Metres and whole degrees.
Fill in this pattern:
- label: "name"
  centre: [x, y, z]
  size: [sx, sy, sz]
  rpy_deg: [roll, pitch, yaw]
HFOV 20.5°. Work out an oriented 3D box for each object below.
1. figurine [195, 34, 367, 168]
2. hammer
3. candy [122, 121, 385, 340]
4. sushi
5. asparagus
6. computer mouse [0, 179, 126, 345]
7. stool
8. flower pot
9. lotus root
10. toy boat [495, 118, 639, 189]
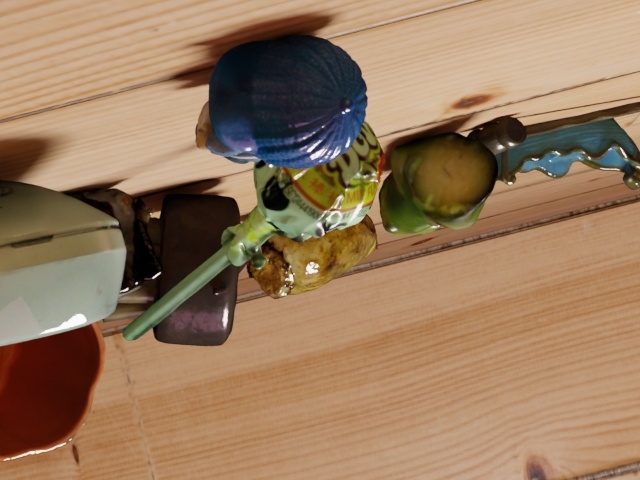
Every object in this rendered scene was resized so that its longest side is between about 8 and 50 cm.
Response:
- label: "figurine"
  centre: [-0.023, -0.064, 0.939]
  size: [0.077, 0.079, 0.136]
  rpy_deg: [-56, -179, -14]
- label: "hammer"
  centre: [0.258, -0.114, 1.612]
  size: [0.292, 0.029, 0.058]
  rpy_deg: [-14, 178, -34]
- label: "candy"
  centre: [-0.063, 0.006, 1.242]
  size: [0.305, 0.083, 0.091]
  rpy_deg: [-39, -176, 41]
- label: "sushi"
  centre: [-0.179, 0.007, 1.317]
  size: [0.094, 0.084, 0.098]
  rpy_deg: [-8, 169, -31]
- label: "asparagus"
  centre: [0.095, -0.045, 1.607]
  size: [0.085, 0.082, 0.343]
  rpy_deg: [-8, 179, -7]
- label: "computer mouse"
  centre: [-0.224, 0.011, 1.133]
  size: [0.159, 0.097, 0.288]
  rpy_deg: [-14, -172, -25]
- label: "stool"
  centre: [-0.119, 0.016, 1.492]
  size: [0.121, 0.125, 0.217]
  rpy_deg: [3, -166, -3]
- label: "flower pot"
  centre: [-0.331, 0.113, 1.758]
  size: [0.190, 0.191, 0.173]
  rpy_deg: [-12, -171, -28]
- label: "lotus root"
  centre: [0.000, 0.000, 1.865]
  size: [0.108, 0.095, 0.190]
  rpy_deg: [9, -160, 36]
- label: "toy boat"
  centre: [0.231, -0.073, 1.687]
  size: [0.185, 0.077, 0.075]
  rpy_deg: [-12, 175, -32]
